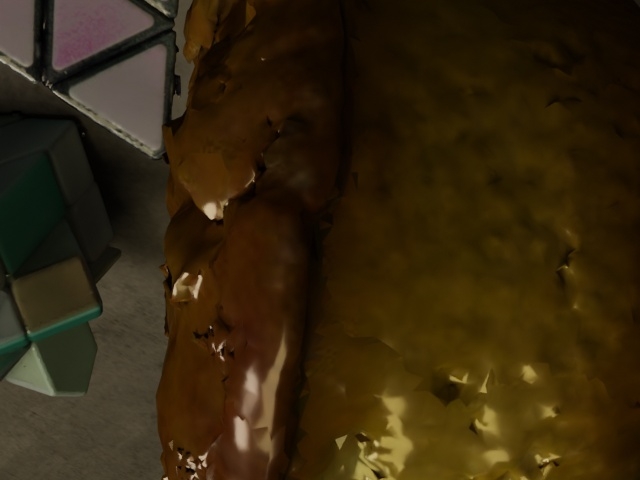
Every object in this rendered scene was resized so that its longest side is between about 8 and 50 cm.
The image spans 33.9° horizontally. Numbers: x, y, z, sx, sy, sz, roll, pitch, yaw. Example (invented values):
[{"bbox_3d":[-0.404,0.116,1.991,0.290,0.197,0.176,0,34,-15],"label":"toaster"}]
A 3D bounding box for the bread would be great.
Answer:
[{"bbox_3d":[0.026,0.014,0.524,0.215,0.398,0.398,5,146,-4],"label":"bread"}]

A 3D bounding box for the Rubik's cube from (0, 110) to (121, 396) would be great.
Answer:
[{"bbox_3d":[-0.270,0.026,0.846,0.265,0.224,0.212,6,129,22],"label":"Rubik's cube"}]

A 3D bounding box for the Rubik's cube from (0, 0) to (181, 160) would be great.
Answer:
[{"bbox_3d":[-0.162,-0.178,0.514,0.178,0.211,0.190,-1,131,-32],"label":"Rubik's cube"}]
